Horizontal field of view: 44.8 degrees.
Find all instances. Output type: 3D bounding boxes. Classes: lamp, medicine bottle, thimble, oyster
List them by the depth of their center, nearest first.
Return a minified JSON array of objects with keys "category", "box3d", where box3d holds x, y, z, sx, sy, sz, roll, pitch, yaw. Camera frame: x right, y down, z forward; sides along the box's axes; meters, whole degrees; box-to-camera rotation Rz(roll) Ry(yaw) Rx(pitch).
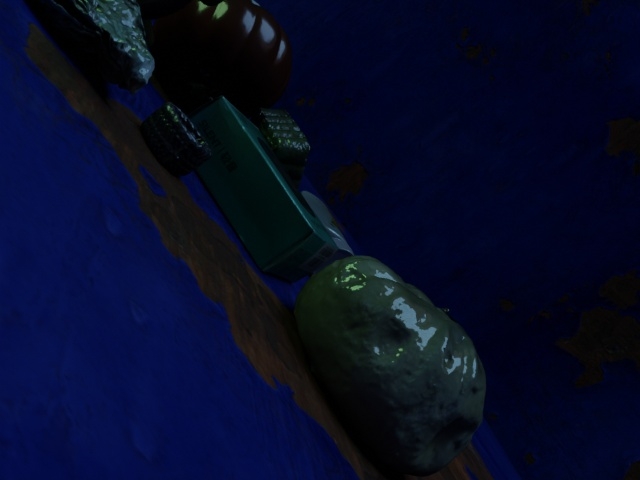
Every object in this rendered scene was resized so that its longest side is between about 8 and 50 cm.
[{"category":"oyster","box3d":[-0.324,-0.329,1.109,0.267,0.112,0.198,56,5,-11]},{"category":"thimble","box3d":[-0.215,-0.151,1.161,0.095,0.066,0.104,44,11,-49]},{"category":"lamp","box3d":[-0.208,-0.386,1.625,0.303,0.257,0.303,18,-18,6]},{"category":"medicine bottle","box3d":[0.000,0.000,1.827,0.161,0.111,0.296,51,7,-27]}]

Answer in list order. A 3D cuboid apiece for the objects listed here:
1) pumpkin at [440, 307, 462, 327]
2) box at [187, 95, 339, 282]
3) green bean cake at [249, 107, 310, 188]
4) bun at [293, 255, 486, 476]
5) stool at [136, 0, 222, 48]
[{"category":"pumpkin","box3d":[0.315,0.285,2.244,0.250,0.216,0.250,27,-20,11]},{"category":"box","box3d":[-0.110,-0.086,1.379,0.311,0.118,0.205,56,4,16]},{"category":"green bean cake","box3d":[-0.102,-0.162,1.593,0.094,0.185,0.183,6,34,-27]},{"category":"bun","box3d":[0.120,0.177,1.205,0.359,0.211,0.360,52,6,-7]},{"category":"stool","box3d":[-0.307,-0.486,1.361,0.272,0.272,0.178,55,-8,9]}]
